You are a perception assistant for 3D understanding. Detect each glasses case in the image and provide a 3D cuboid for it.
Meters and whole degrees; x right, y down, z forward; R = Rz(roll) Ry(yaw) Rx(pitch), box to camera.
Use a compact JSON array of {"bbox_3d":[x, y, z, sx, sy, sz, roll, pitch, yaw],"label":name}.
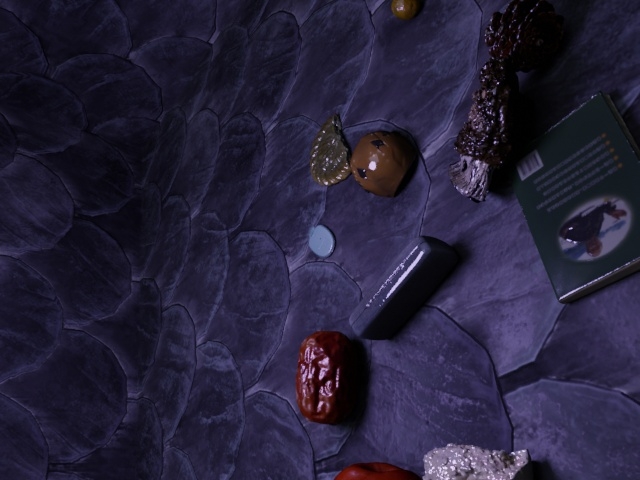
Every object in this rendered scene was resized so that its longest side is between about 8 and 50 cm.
[{"bbox_3d":[0.204,0.126,1.399,0.323,0.131,0.074,-54,41,25],"label":"glasses case"}]

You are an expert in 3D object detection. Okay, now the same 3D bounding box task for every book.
[{"bbox_3d":[0.533,-0.090,1.126,0.260,0.043,0.370,-40,46,41],"label":"book"}]

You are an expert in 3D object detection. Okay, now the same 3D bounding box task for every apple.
[{"bbox_3d":[0.131,0.605,1.209,0.260,0.261,0.216,-16,68,50],"label":"apple"}]

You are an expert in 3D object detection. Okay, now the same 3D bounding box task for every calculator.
[{"bbox_3d":[0.000,0.000,1.818,0.153,0.021,0.095,41,109,48],"label":"calculator"}]

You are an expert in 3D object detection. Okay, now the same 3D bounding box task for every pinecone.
[{"bbox_3d":[0.458,-0.477,1.287,0.162,0.163,0.165,-61,27,16],"label":"pinecone"}]

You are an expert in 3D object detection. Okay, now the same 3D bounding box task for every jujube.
[{"bbox_3d":[0.018,0.372,1.519,0.174,0.174,0.250,-17,60,50],"label":"jujube"}]

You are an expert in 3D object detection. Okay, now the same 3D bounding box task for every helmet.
[{"bbox_3d":[0.161,-0.234,1.607,0.198,0.130,0.224,-60,37,13],"label":"helmet"}]

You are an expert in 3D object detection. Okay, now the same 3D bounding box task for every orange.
[{"bbox_3d":[0.259,-0.720,1.705,0.085,0.085,0.095,-62,32,15],"label":"orange"}]

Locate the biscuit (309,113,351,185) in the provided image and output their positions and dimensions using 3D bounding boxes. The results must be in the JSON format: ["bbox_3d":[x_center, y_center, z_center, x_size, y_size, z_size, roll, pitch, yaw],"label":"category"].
[{"bbox_3d":[0.024,-0.287,1.888,0.187,0.036,0.273,-46,44,33],"label":"biscuit"}]

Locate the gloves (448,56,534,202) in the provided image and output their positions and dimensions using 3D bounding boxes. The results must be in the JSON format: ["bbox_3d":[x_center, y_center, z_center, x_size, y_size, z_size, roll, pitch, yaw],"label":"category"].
[{"bbox_3d":[0.388,-0.256,1.269,0.135,0.210,0.312,22,125,18],"label":"gloves"}]

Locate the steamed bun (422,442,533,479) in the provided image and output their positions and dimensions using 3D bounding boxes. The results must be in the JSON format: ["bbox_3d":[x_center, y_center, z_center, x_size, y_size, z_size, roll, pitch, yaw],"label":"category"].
[{"bbox_3d":[0.304,0.488,1.092,0.225,0.170,0.199,-35,46,39],"label":"steamed bun"}]
